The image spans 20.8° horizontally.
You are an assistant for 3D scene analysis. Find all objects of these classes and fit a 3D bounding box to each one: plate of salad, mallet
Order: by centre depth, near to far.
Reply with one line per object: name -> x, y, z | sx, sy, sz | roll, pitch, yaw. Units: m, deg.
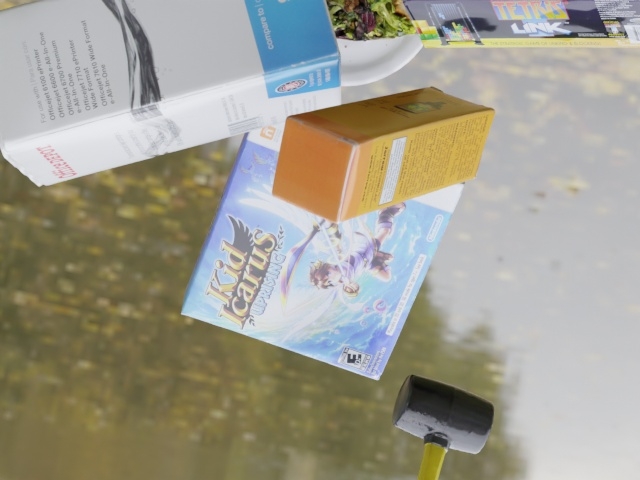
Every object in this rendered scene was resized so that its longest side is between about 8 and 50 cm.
mallet -> 0.052, 0.169, 1.079 | 0.062, 0.190, 0.039 | 27, 150, -2
plate of salad -> 0.022, -0.253, 1.762 | 0.199, 0.200, 0.048 | 10, -163, 3

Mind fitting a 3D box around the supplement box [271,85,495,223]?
supplement box -> 0.059, -0.079, 1.517 | 0.078, 0.080, 0.233 | 24, -155, 30

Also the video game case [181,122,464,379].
video game case -> 0.000, 0.000, 1.956 | 0.244, 0.269, 0.061 | 19, -156, -5

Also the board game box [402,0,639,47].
board game box -> 0.153, -0.183, 1.062 | 0.170, 0.141, 0.048 | 3, 145, 30

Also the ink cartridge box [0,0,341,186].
ink cartridge box -> -0.143, -0.162, 1.611 | 0.307, 0.129, 0.223 | -15, 174, -1
